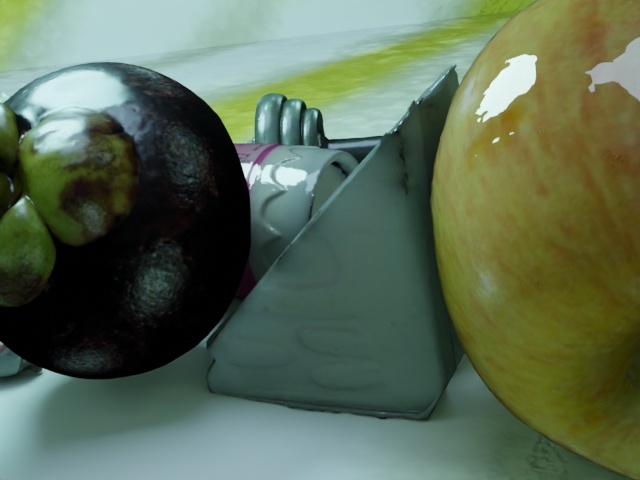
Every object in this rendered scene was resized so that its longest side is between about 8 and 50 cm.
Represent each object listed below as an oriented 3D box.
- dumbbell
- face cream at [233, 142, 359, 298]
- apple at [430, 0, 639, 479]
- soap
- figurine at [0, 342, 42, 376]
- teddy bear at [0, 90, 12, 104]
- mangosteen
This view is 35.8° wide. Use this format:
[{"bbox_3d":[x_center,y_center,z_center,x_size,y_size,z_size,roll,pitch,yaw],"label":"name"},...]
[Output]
[{"bbox_3d":[0.081,-0.119,1.313,0.406,0.179,0.179,-4,21,7],"label":"dumbbell"},{"bbox_3d":[-0.063,-0.021,1.098,0.194,0.175,0.175,2,22,25],"label":"face cream"},{"bbox_3d":[0.267,-0.012,0.696,0.391,0.391,0.346,3,42,23],"label":"apple"},{"bbox_3d":[0.000,0.000,0.872,0.257,0.302,0.159,4,31,25],"label":"soap"},{"bbox_3d":[-0.382,0.098,1.019,0.205,0.103,0.260,37,31,8],"label":"figurine"},{"bbox_3d":[-0.479,-0.126,1.216,0.327,0.375,0.362,-29,-1,-44],"label":"teddy bear"},{"bbox_3d":[-0.218,-0.012,0.905,0.313,0.297,0.297,-18,24,-27],"label":"mangosteen"}]
